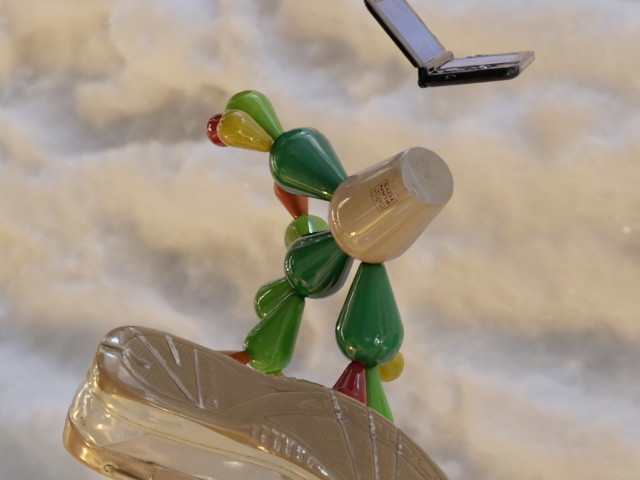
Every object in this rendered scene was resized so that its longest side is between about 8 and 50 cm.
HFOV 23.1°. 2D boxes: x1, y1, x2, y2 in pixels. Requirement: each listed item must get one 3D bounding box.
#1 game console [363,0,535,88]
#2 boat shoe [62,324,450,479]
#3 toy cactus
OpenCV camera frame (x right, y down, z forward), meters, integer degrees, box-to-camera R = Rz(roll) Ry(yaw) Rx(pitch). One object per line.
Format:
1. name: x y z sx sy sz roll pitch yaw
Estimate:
1. game console: 0.098 -0.155 1.158 0.107 0.122 0.071 -4 102 15
2. boat shoe: -0.023 0.091 0.628 0.059 0.170 0.063 -54 20 28
3. toy cactus: 0.000 0.000 0.844 0.180 0.112 0.219 -39 57 51
